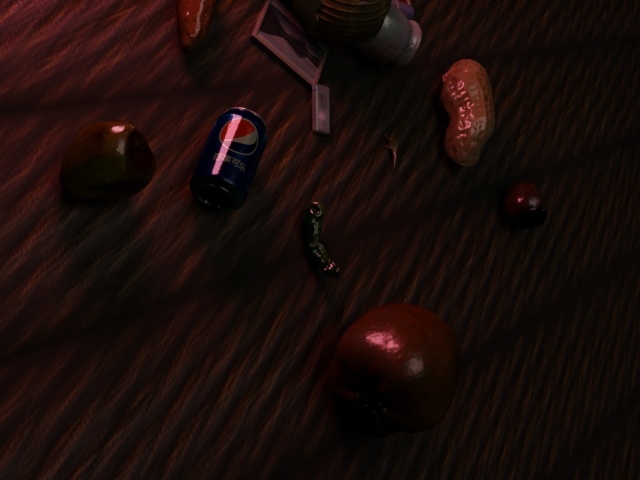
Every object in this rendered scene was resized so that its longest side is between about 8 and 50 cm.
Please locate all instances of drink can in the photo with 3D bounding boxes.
[{"bbox_3d":[-0.182,-0.165,1.529,0.118,0.118,0.205,35,54,-29],"label":"drink can"}]

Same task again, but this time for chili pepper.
[{"bbox_3d":[-0.005,0.004,1.660,0.050,0.073,0.182,6,64,-65],"label":"chili pepper"}]

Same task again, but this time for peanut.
[{"bbox_3d":[0.407,-0.359,2.116,0.153,0.140,0.325,14,70,-18],"label":"peanut"}]

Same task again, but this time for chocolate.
[{"bbox_3d":[0.594,-0.109,2.212,0.127,0.124,0.133,22,30,-32],"label":"chocolate"}]

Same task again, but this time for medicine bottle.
[{"bbox_3d":[0.156,-0.633,2.035,0.230,0.059,0.059,2,74,-41],"label":"medicine bottle"},{"bbox_3d":[0.166,-0.528,1.947,0.143,0.147,0.147,22,62,-38],"label":"medicine bottle"}]

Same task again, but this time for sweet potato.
[{"bbox_3d":[-0.257,-0.511,1.601,0.097,0.097,0.252,17,69,-37],"label":"sweet potato"}]

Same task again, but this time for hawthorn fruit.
[{"bbox_3d":[0.171,0.256,1.599,0.268,0.267,0.301,54,46,-14],"label":"hawthorn fruit"}]

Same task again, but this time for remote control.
[{"bbox_3d":[0.002,-0.312,1.804,0.053,0.017,0.125,6,79,-43],"label":"remote control"}]

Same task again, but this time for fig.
[{"bbox_3d":[-0.382,-0.136,1.341,0.165,0.154,0.144,-29,113,-13],"label":"fig"}]

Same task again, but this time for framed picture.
[{"bbox_3d":[-0.069,-0.473,1.807,0.203,0.015,0.150,36,54,-28],"label":"framed picture"}]

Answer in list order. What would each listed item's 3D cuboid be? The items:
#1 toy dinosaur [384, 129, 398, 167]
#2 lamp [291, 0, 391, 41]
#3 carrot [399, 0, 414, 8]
[{"bbox_3d":[0.185,-0.242,1.946,0.041,0.026,0.113,41,41,-45],"label":"toy dinosaur"},{"bbox_3d":[0.055,-0.606,1.781,0.250,0.284,0.250,7,57,-11],"label":"lamp"},{"bbox_3d":[0.224,-0.723,2.137,0.055,0.055,0.162,-21,97,-44],"label":"carrot"}]
